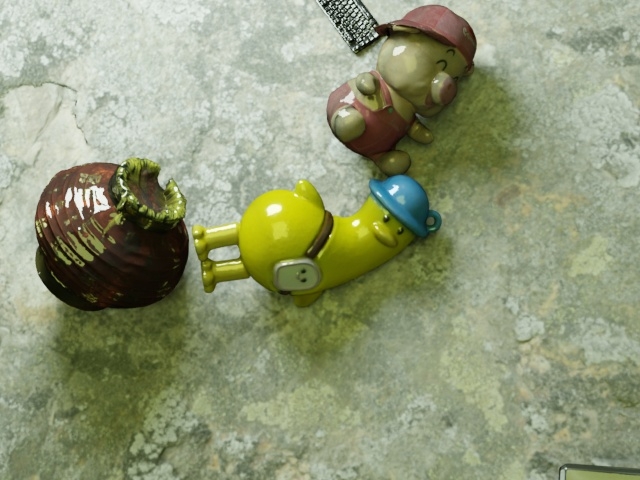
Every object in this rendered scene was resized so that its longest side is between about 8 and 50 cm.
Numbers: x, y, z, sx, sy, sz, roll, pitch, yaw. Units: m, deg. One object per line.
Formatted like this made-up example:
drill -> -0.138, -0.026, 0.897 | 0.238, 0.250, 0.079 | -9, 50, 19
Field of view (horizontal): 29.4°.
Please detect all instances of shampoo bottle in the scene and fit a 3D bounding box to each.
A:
shampoo bottle -> 0.449, 0.353, 1.662 | 0.246, 0.079, 0.080 | 3, 79, 9

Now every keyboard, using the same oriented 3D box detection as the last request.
keyboard -> 0.024, -0.382, 1.918 | 0.060, 0.018, 0.195 | -35, 76, -3

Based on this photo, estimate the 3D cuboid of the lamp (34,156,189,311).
lamp -> -0.300, -0.013, 1.779 | 0.247, 0.247, 0.246 | -2, 78, 8

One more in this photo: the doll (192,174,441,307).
doll -> 0.000, 0.000, 1.792 | 0.363, 0.145, 0.199 | -10, 116, -2

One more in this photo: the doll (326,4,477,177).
doll -> 0.126, -0.231, 1.786 | 0.152, 0.196, 0.256 | 41, 93, 15
